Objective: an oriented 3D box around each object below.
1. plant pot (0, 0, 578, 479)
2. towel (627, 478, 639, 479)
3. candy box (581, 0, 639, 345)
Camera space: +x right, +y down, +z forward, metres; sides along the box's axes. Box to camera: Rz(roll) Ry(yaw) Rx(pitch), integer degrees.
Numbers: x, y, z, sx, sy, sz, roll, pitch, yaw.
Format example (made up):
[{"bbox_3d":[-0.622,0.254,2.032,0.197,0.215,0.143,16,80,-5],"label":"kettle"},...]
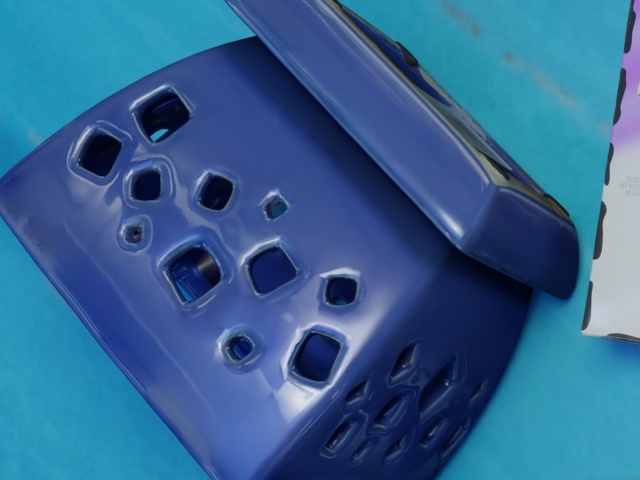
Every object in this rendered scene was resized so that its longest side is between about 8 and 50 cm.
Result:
[{"bbox_3d":[0.000,0.000,1.104,0.212,0.236,0.236,-47,67,9],"label":"plant pot"},{"bbox_3d":[0.205,0.189,1.098,0.152,0.023,0.113,-4,82,29],"label":"towel"},{"bbox_3d":[0.241,-0.031,1.066,0.165,0.070,0.196,9,90,27],"label":"candy box"}]
